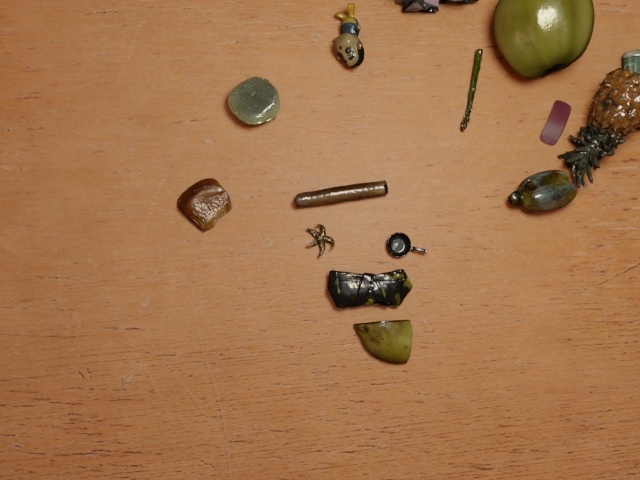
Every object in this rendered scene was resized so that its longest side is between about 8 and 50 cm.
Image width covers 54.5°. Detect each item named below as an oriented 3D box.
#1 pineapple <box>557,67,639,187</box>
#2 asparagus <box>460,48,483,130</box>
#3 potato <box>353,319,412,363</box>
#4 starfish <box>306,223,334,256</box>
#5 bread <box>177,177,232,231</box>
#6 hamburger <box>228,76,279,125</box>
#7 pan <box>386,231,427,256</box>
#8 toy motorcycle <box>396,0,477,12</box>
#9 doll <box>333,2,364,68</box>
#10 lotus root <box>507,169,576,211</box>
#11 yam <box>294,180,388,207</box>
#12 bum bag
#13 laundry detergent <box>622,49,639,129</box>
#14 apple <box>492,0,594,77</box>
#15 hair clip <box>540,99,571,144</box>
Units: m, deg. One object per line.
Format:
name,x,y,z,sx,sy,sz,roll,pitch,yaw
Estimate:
pineapple,0.792,-0.302,1.729,0.169,0.169,0.341,27,101,-2
asparagus,0.433,-0.429,1.778,0.025,0.024,0.249,12,85,3
potato,0.170,0.275,1.662,0.149,0.081,0.120,-3,83,-5
starfish,0.000,0.000,1.700,0.078,0.028,0.091,-2,87,1
bread,-0.310,-0.102,1.678,0.129,0.044,0.126,-41,90,-10
hamburger,-0.178,-0.380,1.706,0.140,0.062,0.133,-40,85,-5
pan,0.238,0.018,1.719,0.115,0.023,0.069,15,83,0
toy motorcycle,0.300,-0.715,1.712,0.326,0.188,0.143,7,88,-4
doll,0.078,-0.564,1.735,0.088,0.102,0.180,-9,83,-44
lotus root,0.616,-0.134,1.734,0.191,0.088,0.113,-15,70,-5
yam,0.057,-0.128,1.708,0.263,0.046,0.046,-8,85,-6
bum bag,0.135,0.129,1.683,0.232,0.060,0.107,1,93,-3
laundry detergent,0.925,-0.433,1.795,0.099,0.070,0.226,2,84,-2
apple,0.616,-0.593,1.712,0.278,0.279,0.280,0,84,-5
hair clip,0.679,-0.342,1.791,0.054,0.022,0.137,26,83,1
